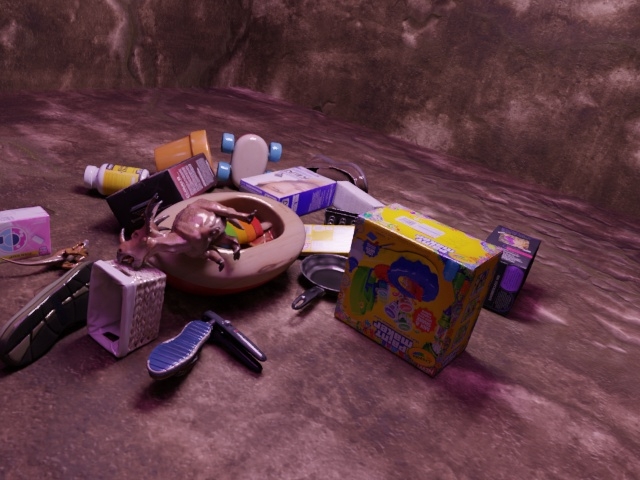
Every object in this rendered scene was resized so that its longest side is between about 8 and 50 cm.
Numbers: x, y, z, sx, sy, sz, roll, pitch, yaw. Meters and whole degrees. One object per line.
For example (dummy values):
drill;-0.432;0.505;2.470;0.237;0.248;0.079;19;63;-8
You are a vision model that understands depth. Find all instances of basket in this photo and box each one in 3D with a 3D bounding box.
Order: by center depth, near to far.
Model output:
basket;-0.385;0.125;0.997;0.113;0.167;0.103;26;24;28

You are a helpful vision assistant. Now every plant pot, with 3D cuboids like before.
plant pot;-0.488;-0.281;1.799;0.188;0.205;0.205;-11;29;-9

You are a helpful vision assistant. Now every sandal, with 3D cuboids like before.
sandal;-0.533;0.127;0.994;0.086;0.120;0.303;4;23;16

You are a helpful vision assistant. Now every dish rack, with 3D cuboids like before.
dish rack;0.095;-0.008;1.595;0.208;0.074;0.271;12;26;3

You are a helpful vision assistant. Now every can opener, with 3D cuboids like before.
can opener;-0.181;0.204;1.042;0.186;0.059;0.073;29;29;33

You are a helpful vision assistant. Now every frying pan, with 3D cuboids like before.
frying pan;0.036;0.123;1.318;0.197;0.053;0.326;11;27;-1

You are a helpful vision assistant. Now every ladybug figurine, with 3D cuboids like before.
ladybug figurine;-0.235;0.016;1.259;0.449;0.161;0.305;-17;51;-45

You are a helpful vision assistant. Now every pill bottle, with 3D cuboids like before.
pill bottle;-0.656;-0.192;1.616;0.184;0.103;0.103;8;25;-10

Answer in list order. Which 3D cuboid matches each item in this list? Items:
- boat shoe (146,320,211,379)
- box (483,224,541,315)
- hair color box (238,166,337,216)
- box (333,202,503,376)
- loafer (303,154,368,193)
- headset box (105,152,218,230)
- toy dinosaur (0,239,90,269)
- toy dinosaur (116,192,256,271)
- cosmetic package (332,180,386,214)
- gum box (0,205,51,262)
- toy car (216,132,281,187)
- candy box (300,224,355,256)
boat shoe;-0.266;0.222;0.955;0.066;0.066;0.183;20;21;13
box;0.542;0.081;1.493;0.143;0.165;0.270;24;27;24
hair color box;-0.115;-0.173;1.813;0.185;0.110;0.339;27;31;28
box;0.219;0.103;1.170;0.290;0.279;0.177;27;29;31
loafer;0.052;-0.249;2.055;0.130;0.133;0.366;-32;34;-25
headset box;-0.460;-0.145;1.461;0.218;0.110;0.293;-21;15;15
toy dinosaur;-0.626;0.047;1.199;0.112;0.064;0.211;1;11;20
toy dinosaur;-0.268;-0.036;1.061;0.200;0.127;0.296;24;27;13
cosmetic package;0.138;-0.131;1.843;0.060;0.098;0.239;-6;31;-33
gum box;-0.750;-0.009;1.183;0.062;0.107;0.188;31;31;35
toy car;-0.290;-0.314;1.945;0.219;0.210;0.238;8;13;-18
candy box;0.000;0.000;1.498;0.206;0.027;0.105;2;55;4
